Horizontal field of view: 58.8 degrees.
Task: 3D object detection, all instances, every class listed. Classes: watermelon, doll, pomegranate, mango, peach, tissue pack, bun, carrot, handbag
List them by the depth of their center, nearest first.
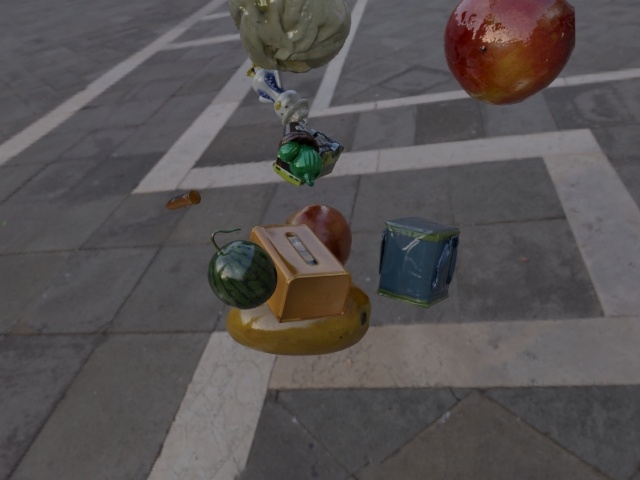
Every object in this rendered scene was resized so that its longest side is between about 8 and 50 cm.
[{"bbox_3d":[-0.173,0.056,1.177,0.141,0.187,0.140,-32,24,16],"label":"watermelon"},{"bbox_3d":[-0.062,0.079,1.535,0.195,0.145,0.274,-1,31,-29],"label":"tissue pack"},{"bbox_3d":[-0.105,-0.619,1.653,0.366,0.365,0.219,7,73,28],"label":"bun"},{"bbox_3d":[0.564,-0.597,1.690,0.389,0.387,0.388,-9,32,5],"label":"peach"},{"bbox_3d":[-0.421,-0.119,1.723,0.139,0.048,0.048,-11,26,40],"label":"carrot"},{"bbox_3d":[-0.067,0.230,1.724,0.447,0.231,0.300,-4,9,1],"label":"mango"},{"bbox_3d":[0.308,0.059,1.795,0.223,0.240,0.263,16,14,31],"label":"handbag"},{"bbox_3d":[-0.143,-0.496,1.940,0.293,0.138,0.119,49,34,11],"label":"doll"},{"bbox_3d":[0.000,0.000,1.988,0.271,0.251,0.229,-13,-16,-45],"label":"pomegranate"}]

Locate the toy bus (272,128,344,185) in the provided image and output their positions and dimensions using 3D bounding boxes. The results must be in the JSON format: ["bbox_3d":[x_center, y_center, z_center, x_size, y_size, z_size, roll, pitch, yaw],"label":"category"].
[{"bbox_3d":[-0.042,-0.280,1.940,0.128,0.150,0.262,34,29,14],"label":"toy bus"}]

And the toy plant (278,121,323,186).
[{"bbox_3d":[-0.057,-0.237,1.559,0.105,0.143,0.200,-34,51,27],"label":"toy plant"}]
